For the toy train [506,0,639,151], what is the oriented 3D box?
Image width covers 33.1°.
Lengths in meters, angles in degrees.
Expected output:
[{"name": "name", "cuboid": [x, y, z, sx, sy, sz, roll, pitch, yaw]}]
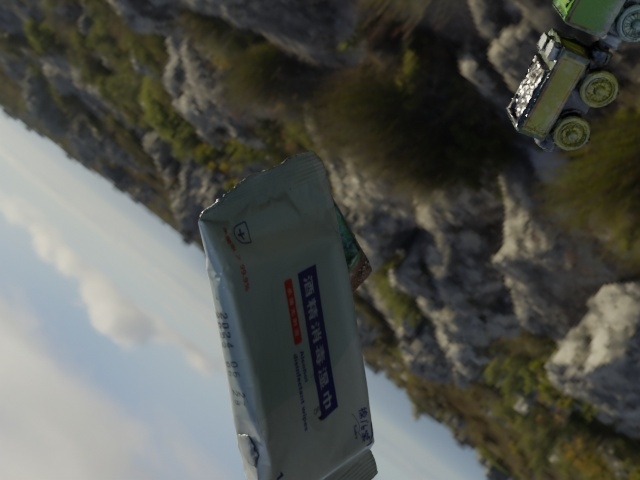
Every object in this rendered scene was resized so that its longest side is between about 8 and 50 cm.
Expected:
[{"name": "toy train", "cuboid": [0.217, -0.166, 0.876, 0.081, 0.202, 0.060, 19, -153, -14]}]

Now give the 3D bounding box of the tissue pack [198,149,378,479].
[{"name": "tissue pack", "cuboid": [-0.014, 0.057, 0.558, 0.026, 0.193, 0.122, -2, -167, 31]}]

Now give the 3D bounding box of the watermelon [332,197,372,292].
[{"name": "watermelon", "cuboid": [-0.006, -0.001, 0.750, 0.085, 0.092, 0.072, 11, -166, 14]}]
